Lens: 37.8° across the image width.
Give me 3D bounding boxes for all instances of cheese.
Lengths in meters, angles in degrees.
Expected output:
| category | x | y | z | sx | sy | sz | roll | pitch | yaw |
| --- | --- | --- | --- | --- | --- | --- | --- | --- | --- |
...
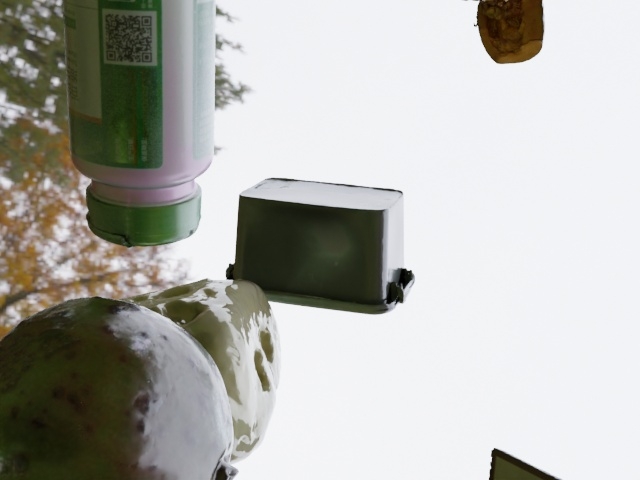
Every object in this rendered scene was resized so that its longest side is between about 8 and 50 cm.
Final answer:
| category | x | y | z | sx | sy | sz | roll | pitch | yaw |
| --- | --- | --- | --- | --- | --- | --- | --- | --- | --- |
| cheese | -0.125 | 0.140 | 1.046 | 0.248 | 0.251 | 0.173 | 21 | -60 | 54 |

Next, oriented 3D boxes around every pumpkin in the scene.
| category | x | y | z | sx | sy | sz | roll | pitch | yaw |
| --- | --- | --- | --- | --- | --- | --- | --- | --- | --- |
| pumpkin | 0.292 | -0.379 | 1.477 | 0.119 | 0.183 | 0.107 | 4 | -121 | 30 |

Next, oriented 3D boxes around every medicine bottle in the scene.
| category | x | y | z | sx | sy | sz | roll | pitch | yaw |
| --- | --- | --- | --- | --- | --- | --- | --- | --- | --- |
| medicine bottle | -0.160 | -0.136 | 0.837 | 0.133 | 0.133 | 0.274 | 20 | -62 | 37 |

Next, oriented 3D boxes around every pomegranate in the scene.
| category | x | y | z | sx | sy | sz | roll | pitch | yaw |
| --- | --- | --- | --- | --- | --- | --- | --- | --- | --- |
| pomegranate | -0.173 | 0.130 | 0.613 | 0.248 | 0.202 | 0.202 | 8 | -91 | 11 |

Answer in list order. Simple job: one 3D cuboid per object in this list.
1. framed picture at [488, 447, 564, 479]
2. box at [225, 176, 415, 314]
| category | x | y | z | sx | sy | sz | roll | pitch | yaw |
| --- | --- | --- | --- | --- | --- | --- | --- | --- | --- |
| framed picture | 0.285 | 0.408 | 1.106 | 0.324 | 0.013 | 0.244 | -169 | -96 | -66 |
| box | 0.000 | 0.000 | 1.223 | 0.244 | 0.163 | 0.135 | 6 | -72 | 17 |
